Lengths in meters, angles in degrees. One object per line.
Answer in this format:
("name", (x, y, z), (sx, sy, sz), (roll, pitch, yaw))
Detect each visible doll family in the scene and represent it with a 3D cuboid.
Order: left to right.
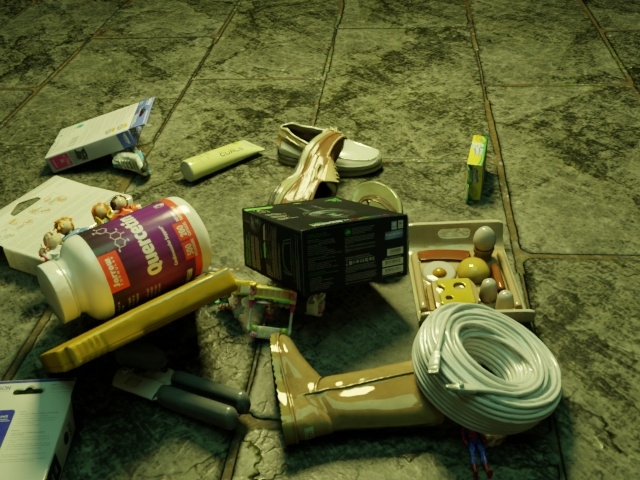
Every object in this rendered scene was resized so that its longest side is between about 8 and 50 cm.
("doll family", (-0.508, 0.001, 1.587), (0.263, 0.118, 0.163), (-34, 86, -31))

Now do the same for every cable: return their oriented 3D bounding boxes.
("cable", (0.281, 0.215, 1.207), (0.257, 0.089, 0.257), (20, 32, -6))

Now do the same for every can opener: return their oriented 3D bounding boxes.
("can opener", (-0.258, 0.249, 1.256), (0.284, 0.095, 0.076), (10, 38, 29))

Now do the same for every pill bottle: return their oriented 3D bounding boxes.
("pill bottle", (-0.397, 0.044, 1.451), (0.323, 0.181, 0.181), (-27, 42, -31))

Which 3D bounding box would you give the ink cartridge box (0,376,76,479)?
("ink cartridge box", (-0.504, 0.366, 1.145), (0.166, 0.065, 0.332), (-3, 37, 1))

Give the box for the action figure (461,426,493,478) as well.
("action figure", (0.253, 0.332, 1.157), (0.038, 0.030, 0.115), (-8, 34, 2))

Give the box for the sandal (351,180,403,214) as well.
("sandal", (0.130, -0.052, 1.625), (0.120, 0.086, 0.302), (-24, 36, 11))

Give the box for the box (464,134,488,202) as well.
("box", (0.392, -0.180, 1.791), (0.043, 0.105, 0.179), (7, 38, 16))

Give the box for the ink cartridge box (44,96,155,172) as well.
("ink cartridge box", (-0.614, -0.302, 2.024), (0.311, 0.065, 0.185), (-19, 33, 9))

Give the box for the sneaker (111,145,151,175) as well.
("sneaker", (-0.528, -0.215, 1.965), (0.083, 0.071, 0.191), (-26, 33, -19))

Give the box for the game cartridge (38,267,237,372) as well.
("game cartridge", (-0.341, 0.153, 1.309), (0.324, 0.052, 0.285), (-28, 4, -28))

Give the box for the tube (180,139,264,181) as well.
("tube", (-0.275, -0.231, 1.966), (0.240, 0.062, 0.070), (-27, 82, -37))

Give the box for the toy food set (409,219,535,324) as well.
("toy food set", (0.300, 0.059, 1.477), (0.220, 0.092, 0.306), (-2, 35, 2))

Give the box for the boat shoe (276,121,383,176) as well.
("boat shoe", (0.020, -0.250, 1.923), (0.303, 0.103, 0.113), (9, 38, 16))

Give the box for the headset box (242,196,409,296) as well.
("headset box", (0.000, 0.000, 1.459), (0.247, 0.131, 0.283), (-9, 15, -28))

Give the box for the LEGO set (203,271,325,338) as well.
("LEGO set", (-0.138, 0.134, 1.439), (0.287, 0.107, 0.132), (7, 2, 22))

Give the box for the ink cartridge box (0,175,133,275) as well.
("ink cartridge box", (-0.644, -0.040, 1.721), (0.261, 0.066, 0.296), (15, 39, 24))

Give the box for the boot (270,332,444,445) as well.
("boot", (0.054, 0.246, 1.252), (0.270, 0.089, 0.236), (-8, 46, -7))

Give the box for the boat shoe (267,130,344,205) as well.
("boat shoe", (-0.011, -0.139, 1.759), (0.120, 0.122, 0.324), (22, 56, 16))
